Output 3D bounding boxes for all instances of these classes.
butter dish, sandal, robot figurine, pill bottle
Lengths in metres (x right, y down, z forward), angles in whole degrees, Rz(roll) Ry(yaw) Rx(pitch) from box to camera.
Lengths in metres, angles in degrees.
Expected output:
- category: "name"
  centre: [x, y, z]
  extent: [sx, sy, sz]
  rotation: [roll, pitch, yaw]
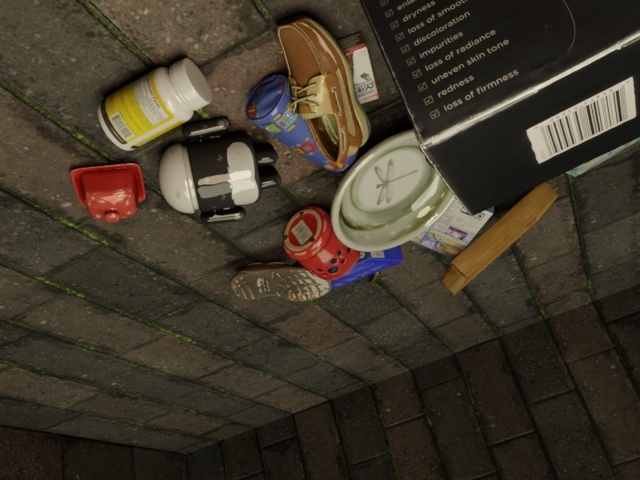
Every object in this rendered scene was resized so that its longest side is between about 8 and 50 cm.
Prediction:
- category: "butter dish"
  centre: [-0.501, -0.097, 1.513]
  extent: [0.160, 0.118, 0.160]
  rotation: [-8, 149, -14]
- category: "sandal"
  centre: [0.177, 0.070, 2.155]
  extent: [0.060, 0.089, 0.219]
  rotation: [5, 150, -2]
- category: "robot figurine"
  centre: [-0.238, -0.159, 1.483]
  extent: [0.278, 0.209, 0.173]
  rotation: [-11, 167, -9]
- category: "pill bottle"
  centre: [-0.334, -0.277, 1.286]
  extent: [0.209, 0.119, 0.119]
  rotation: [-24, 149, 14]

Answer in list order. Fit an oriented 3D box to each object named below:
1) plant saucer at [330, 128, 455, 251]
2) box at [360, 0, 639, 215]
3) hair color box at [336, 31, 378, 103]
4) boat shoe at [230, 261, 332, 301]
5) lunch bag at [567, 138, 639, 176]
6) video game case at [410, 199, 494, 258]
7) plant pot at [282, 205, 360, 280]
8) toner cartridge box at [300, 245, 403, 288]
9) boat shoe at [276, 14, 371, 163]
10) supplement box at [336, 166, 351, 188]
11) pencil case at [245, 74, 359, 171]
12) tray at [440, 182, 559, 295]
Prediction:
- category: "plant saucer"
  centre: [0.192, -0.146, 1.645]
  extent: [0.401, 0.100, 0.400]
  rotation: [-19, 141, -16]
- category: "box"
  centre: [0.352, -0.380, 1.079]
  extent: [0.480, 0.471, 0.297]
  rotation: [-26, 150, 18]
- category: "hair color box"
  centre: [0.066, -0.367, 1.388]
  extent: [0.093, 0.053, 0.167]
  rotation: [-18, 149, 6]
- category: "boat shoe"
  centre: [-0.120, 0.115, 2.012]
  extent: [0.325, 0.116, 0.123]
  rotation: [2, 116, 9]
- category: "lunch bag"
  centre: [0.702, -0.299, 1.701]
  extent: [0.223, 0.160, 0.262]
  rotation: [-35, 151, 32]
- category: "video game case"
  centre: [0.337, -0.077, 1.884]
  extent: [0.270, 0.061, 0.244]
  rotation: [22, 141, -3]
- category: "plant pot"
  centre: [0.000, 0.000, 1.851]
  extent: [0.191, 0.191, 0.174]
  rotation: [-29, 141, 22]
- category: "toner cartridge box"
  centre: [0.083, 0.082, 2.050]
  extent: [0.165, 0.075, 0.348]
  rotation: [7, 156, -43]
- category: "boat shoe"
  centre: [0.002, -0.297, 1.299]
  extent: [0.123, 0.120, 0.324]
  rotation: [6, 139, 43]
- category: "supplement box"
  centre: [0.095, -0.146, 1.745]
  extent: [0.056, 0.083, 0.083]
  rotation: [1, 146, -30]
- category: "pencil case"
  centre: [-0.032, -0.266, 1.446]
  extent: [0.119, 0.133, 0.306]
  rotation: [-11, 156, 36]
- category: "tray"
  centre: [0.564, -0.005, 2.018]
  extent: [0.411, 0.076, 0.203]
  rotation: [-38, 164, -13]
